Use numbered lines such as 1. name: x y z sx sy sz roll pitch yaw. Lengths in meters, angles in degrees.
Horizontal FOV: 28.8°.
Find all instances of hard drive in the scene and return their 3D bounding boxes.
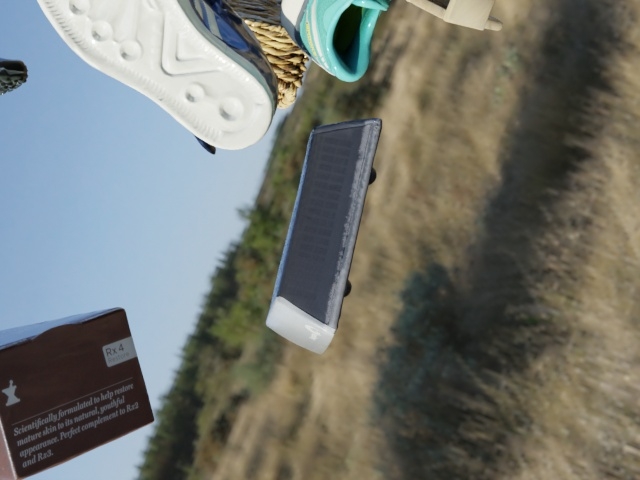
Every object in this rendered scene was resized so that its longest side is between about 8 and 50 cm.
1. hard drive: 0.000 0.000 0.970 0.254 0.054 0.171 112 171 -83

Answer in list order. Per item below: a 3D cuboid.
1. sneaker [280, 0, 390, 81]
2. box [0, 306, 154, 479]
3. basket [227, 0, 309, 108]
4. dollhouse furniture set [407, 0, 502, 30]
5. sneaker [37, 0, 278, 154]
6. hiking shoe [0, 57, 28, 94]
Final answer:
1. sneaker: 0.044 -0.279 1.215 0.110 0.107 0.275 55 146 34
2. box: -0.384 0.179 1.367 0.381 0.143 0.191 -15 2 42
3. basket: -0.171 -0.319 2.110 0.213 0.299 0.223 -89 18 -61
4. dollhouse furniture set: 0.169 -0.441 1.505 0.198 0.286 0.303 0 -61 -48
5. sneaker: -0.175 -0.234 1.331 0.130 0.323 0.236 -44 16 9
6. hiking shoe: -0.594 -0.300 1.917 0.113 0.304 0.132 -18 71 53
